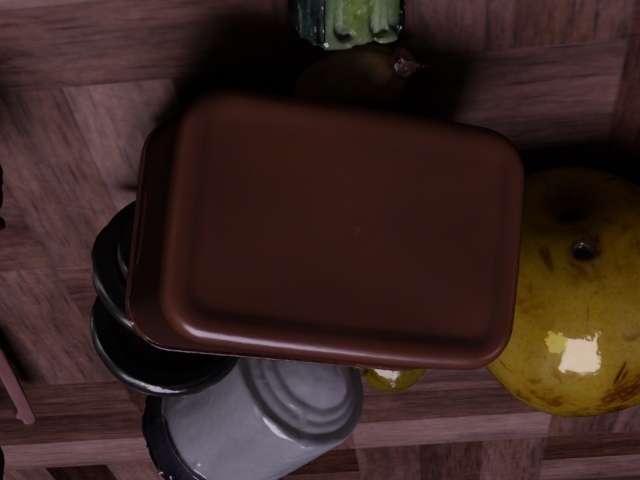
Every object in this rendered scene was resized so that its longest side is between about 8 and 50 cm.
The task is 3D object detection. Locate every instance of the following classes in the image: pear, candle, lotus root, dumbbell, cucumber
[{"bbox_3d":[0.286,0.055,1.195,0.280,0.281,0.281,-1,148,-1],"label":"pear"},{"bbox_3d":[-0.075,0.213,1.462,0.221,0.221,0.342,22,140,-32],"label":"candle"},{"bbox_3d":[0.031,-0.152,1.034,0.150,0.062,0.073,-16,154,35],"label":"lotus root"},{"bbox_3d":[-0.167,0.064,1.247,0.192,0.192,0.290,5,147,-11],"label":"dumbbell"},{"bbox_3d":[0.014,-0.231,0.901,0.115,0.085,0.193,-40,156,-25],"label":"cucumber"}]

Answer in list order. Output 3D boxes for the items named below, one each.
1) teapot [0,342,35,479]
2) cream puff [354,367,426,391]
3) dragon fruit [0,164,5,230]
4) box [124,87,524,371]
[{"bbox_3d":[-0.591,0.274,1.508,0.376,0.305,0.362,-26,143,-14],"label":"teapot"},{"bbox_3d":[0.066,0.078,1.308,0.194,0.195,0.221,5,143,-10],"label":"cream puff"},{"bbox_3d":[-0.435,-0.062,0.998,0.298,0.244,0.244,25,141,-11],"label":"dragon fruit"},{"bbox_3d":[0.000,0.000,1.038,0.339,0.239,0.229,7,175,-14],"label":"box"}]
